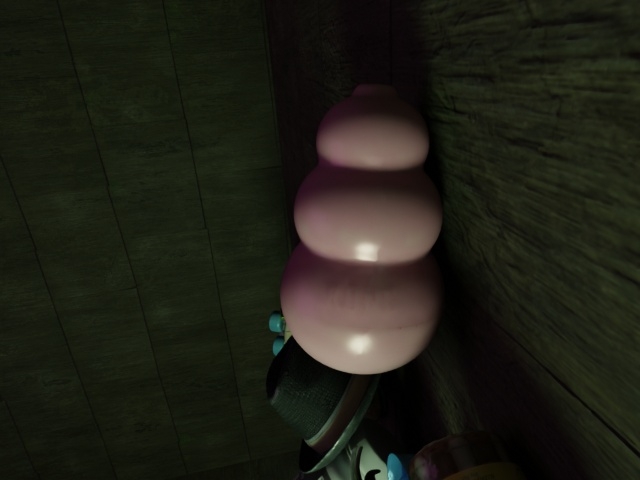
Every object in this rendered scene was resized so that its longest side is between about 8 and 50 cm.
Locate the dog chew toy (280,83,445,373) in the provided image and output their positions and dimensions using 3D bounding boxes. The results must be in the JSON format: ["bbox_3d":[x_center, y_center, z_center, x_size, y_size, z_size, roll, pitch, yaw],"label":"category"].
[{"bbox_3d":[0.056,-0.013,0.528,0.206,0.206,0.332,-124,36,-71],"label":"dog chew toy"}]

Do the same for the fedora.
[{"bbox_3d":[-0.007,0.241,0.813,0.334,0.152,0.334,-59,2,4],"label":"fedora"}]

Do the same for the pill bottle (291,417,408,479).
[{"bbox_3d":[0.029,0.470,0.784,0.161,0.283,0.161,41,-173,-6],"label":"pill bottle"}]

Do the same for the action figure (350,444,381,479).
[{"bbox_3d":[0.096,0.367,0.460,0.275,0.141,0.164,44,163,28],"label":"action figure"}]

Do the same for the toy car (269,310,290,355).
[{"bbox_3d":[-0.034,0.296,1.562,0.238,0.219,0.211,-56,-34,-57],"label":"toy car"}]

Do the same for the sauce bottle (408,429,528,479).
[{"bbox_3d":[0.173,0.330,0.326,0.345,0.111,0.112,-107,12,-46],"label":"sauce bottle"}]

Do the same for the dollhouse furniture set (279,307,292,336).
[{"bbox_3d":[-0.088,0.267,1.322,0.076,0.058,0.152,-105,10,-47],"label":"dollhouse furniture set"}]

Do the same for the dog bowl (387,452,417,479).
[{"bbox_3d":[0.168,0.449,0.602,0.166,0.073,0.298,109,152,-72],"label":"dog bowl"}]

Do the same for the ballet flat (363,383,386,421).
[{"bbox_3d":[0.070,0.402,1.070,0.349,0.123,0.123,101,159,-67],"label":"ballet flat"}]

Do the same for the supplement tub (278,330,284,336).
[{"bbox_3d":[-0.044,0.480,1.637,0.194,0.193,0.316,95,164,-56],"label":"supplement tub"}]
